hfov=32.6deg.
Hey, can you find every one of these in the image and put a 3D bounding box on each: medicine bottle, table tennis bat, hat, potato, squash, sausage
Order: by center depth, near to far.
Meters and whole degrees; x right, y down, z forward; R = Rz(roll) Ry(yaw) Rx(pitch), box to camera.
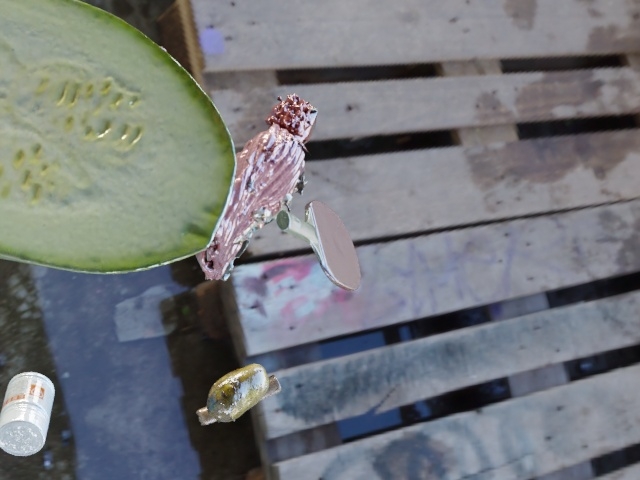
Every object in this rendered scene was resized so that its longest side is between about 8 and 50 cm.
[{"bbox_3d":[-0.204,-0.083,0.696,0.189,0.260,0.189,9,90,-66],"label":"squash"},{"bbox_3d":[0.000,0.000,0.998,0.156,0.013,0.087,27,45,-63],"label":"table tennis bat"},{"bbox_3d":[-0.088,0.162,1.172,0.040,0.051,0.083,33,42,25],"label":"potato"},{"bbox_3d":[-0.344,0.202,1.280,0.057,0.057,0.089,30,26,-22],"label":"medicine bottle"},{"bbox_3d":[-0.105,0.207,1.411,0.116,0.026,0.026,-22,89,-21],"label":"sausage"},{"bbox_3d":[-0.080,-0.075,1.515,0.107,0.236,0.286,28,74,3],"label":"hat"}]

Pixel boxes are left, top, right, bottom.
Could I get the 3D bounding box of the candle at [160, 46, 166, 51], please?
[{"bbox_3d":[-0.179,-0.129,1.076,0.052,0.052,0.130,17,102,-27],"label":"candle"}]
